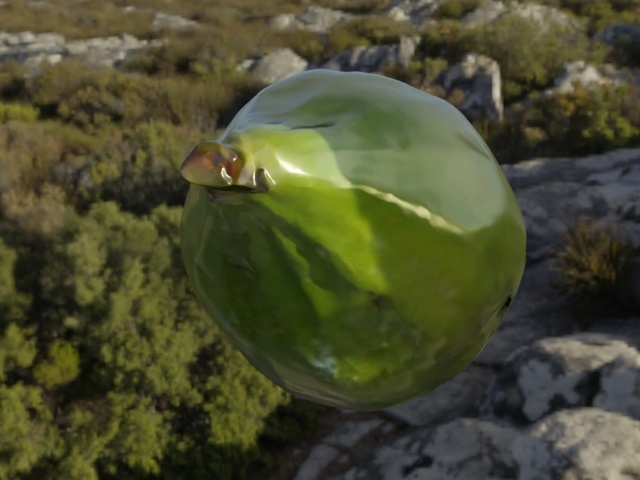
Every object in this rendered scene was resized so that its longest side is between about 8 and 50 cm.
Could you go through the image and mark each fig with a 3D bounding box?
[{"bbox_3d":[0.026,0.006,0.603,0.233,0.232,0.314,-6,2,-6],"label":"fig"}]
